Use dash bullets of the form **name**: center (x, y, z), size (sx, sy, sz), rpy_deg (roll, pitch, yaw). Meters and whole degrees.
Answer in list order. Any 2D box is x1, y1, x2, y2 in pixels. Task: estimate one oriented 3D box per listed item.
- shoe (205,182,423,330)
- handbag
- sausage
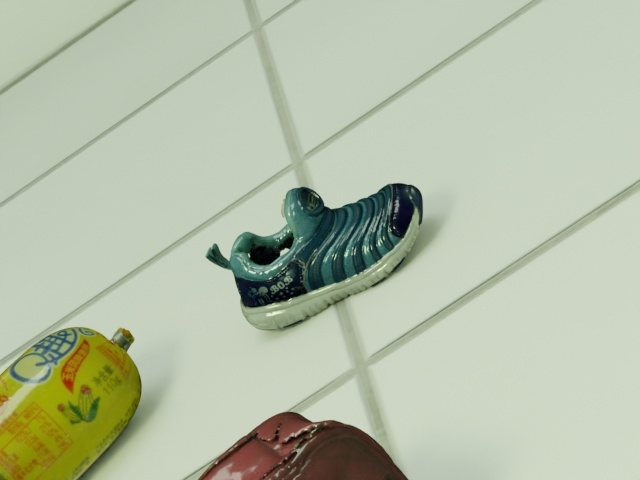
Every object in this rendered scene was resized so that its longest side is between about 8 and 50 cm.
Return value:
- **shoe**: center (0.000, 0.000, 1.832), size (0.207, 0.106, 0.091), rpy_deg (-26, 26, 11)
- **handbag**: center (-0.033, 0.231, 1.390), size (0.225, 0.146, 0.135), rpy_deg (-44, 18, -15)
- **sausage**: center (-0.295, 0.206, 1.834), size (0.347, 0.123, 0.123), rpy_deg (-46, 25, -20)
